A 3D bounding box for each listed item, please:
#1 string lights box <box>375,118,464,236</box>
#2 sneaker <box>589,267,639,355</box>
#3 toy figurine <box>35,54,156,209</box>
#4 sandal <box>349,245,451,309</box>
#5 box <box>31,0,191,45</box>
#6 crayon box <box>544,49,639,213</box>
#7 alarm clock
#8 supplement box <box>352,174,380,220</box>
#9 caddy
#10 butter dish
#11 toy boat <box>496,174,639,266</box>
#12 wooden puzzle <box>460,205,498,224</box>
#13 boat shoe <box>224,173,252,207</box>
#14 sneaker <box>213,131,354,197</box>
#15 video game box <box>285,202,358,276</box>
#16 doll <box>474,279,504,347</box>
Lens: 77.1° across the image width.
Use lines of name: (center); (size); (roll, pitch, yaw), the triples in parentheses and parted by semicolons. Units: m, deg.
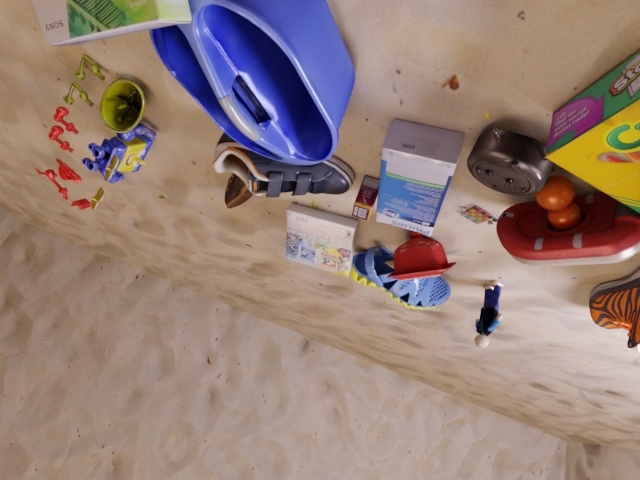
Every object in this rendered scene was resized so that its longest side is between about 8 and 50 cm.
string lights box: (0.190, -0.115, 0.819); (0.133, 0.077, 0.260); (17, 155, 12)
sneaker: (0.694, 0.181, 0.888); (0.124, 0.180, 0.321); (15, 155, 16)
toy figurine: (-0.529, -0.268, 1.041); (0.191, 0.217, 0.363); (36, 111, 1)
sandal: (0.235, 0.107, 1.192); (0.317, 0.126, 0.138); (18, 151, 4)
box: (-0.278, -0.402, 0.441); (0.232, 0.058, 0.322); (7, 120, 29)
crayon box: (0.525, -0.142, 0.452); (0.313, 0.106, 0.363); (25, 155, -8)
alarm clock: (0.318, -0.121, 0.694); (0.129, 0.064, 0.192); (27, 176, 13)
supplement box: (0.105, -0.097, 0.916); (0.043, 0.083, 0.055); (19, 155, 8)
caddy: (-0.095, -0.249, 0.622); (0.241, 0.179, 0.341); (9, 157, 31)
butter dish: (0.255, 0.034, 1.036); (0.159, 0.118, 0.160); (-12, 178, 26)
toy boat: (0.424, -0.048, 0.706); (0.231, 0.151, 0.151); (-10, 124, 49)
wooden puzzle: (0.349, -0.056, 0.895); (0.083, 0.006, 0.049); (27, 155, -13)
boat shoe: (-0.222, -0.150, 1.107); (0.207, 0.073, 0.073); (-30, 87, 56)
sneaker: (-0.088, -0.151, 0.917); (0.321, 0.128, 0.126); (20, 154, 0)
video game box: (0.000, 0.000, 1.169); (0.205, 0.048, 0.187); (16, 129, 13)
doll: (0.468, 0.211, 1.125); (0.046, 0.189, 0.129); (22, 155, -1)
